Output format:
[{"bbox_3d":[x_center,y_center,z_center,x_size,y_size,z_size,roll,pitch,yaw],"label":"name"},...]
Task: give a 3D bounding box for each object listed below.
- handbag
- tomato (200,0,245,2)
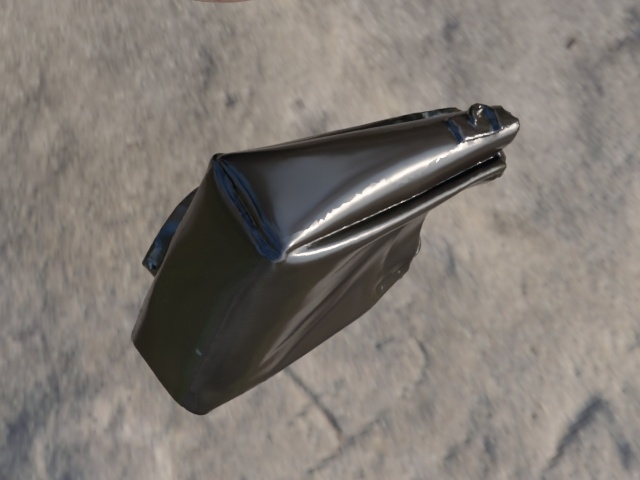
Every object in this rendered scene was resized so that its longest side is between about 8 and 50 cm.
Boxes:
[{"bbox_3d":[0.000,-0.001,1.362,0.257,0.285,0.113,-22,70,-29],"label":"handbag"},{"bbox_3d":[-0.083,-0.228,1.248,0.199,0.228,0.112,0,133,7],"label":"tomato"}]
